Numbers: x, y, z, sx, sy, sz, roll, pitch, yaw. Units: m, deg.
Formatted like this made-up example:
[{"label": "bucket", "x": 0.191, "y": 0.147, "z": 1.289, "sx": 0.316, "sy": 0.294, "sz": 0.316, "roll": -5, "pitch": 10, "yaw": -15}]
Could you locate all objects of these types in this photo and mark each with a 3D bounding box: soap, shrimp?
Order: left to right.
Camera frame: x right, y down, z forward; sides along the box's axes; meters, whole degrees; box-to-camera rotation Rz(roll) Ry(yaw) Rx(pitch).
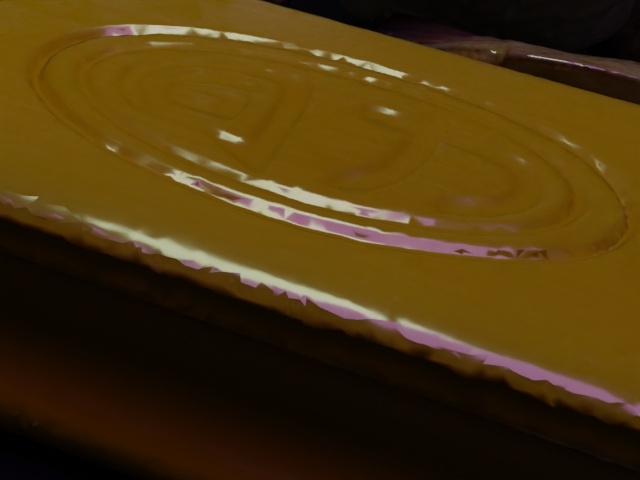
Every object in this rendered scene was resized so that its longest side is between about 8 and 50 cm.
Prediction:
[{"label": "soap", "x": -0.001, "y": 0.000, "z": 0.435, "sx": 0.324, "sy": 0.096, "sz": 0.204, "roll": 17, "pitch": 35, "yaw": 10}, {"label": "shrimp", "x": 0.083, "y": -0.059, "z": 0.545, "sx": 0.254, "sy": 0.059, "sz": 0.145, "roll": 17, "pitch": -1, "yaw": 14}]

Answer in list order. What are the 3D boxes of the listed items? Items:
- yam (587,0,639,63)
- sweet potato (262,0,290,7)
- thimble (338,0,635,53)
[{"label": "yam", "x": 0.298, "y": -0.104, "z": 0.656, "sx": 0.330, "sy": 0.133, "sz": 0.133, "roll": -3, "pitch": 36, "yaw": -13}, {"label": "sweet potato", "x": -0.110, "y": -0.134, "z": 0.633, "sx": 0.226, "sy": 0.068, "sz": 0.068, "roll": -12, "pitch": 40, "yaw": -31}, {"label": "thimble", "x": 0.084, "y": -0.192, "z": 0.577, "sx": 0.150, "sy": 0.219, "sz": 0.219, "roll": 13, "pitch": 33, "yaw": -7}]
